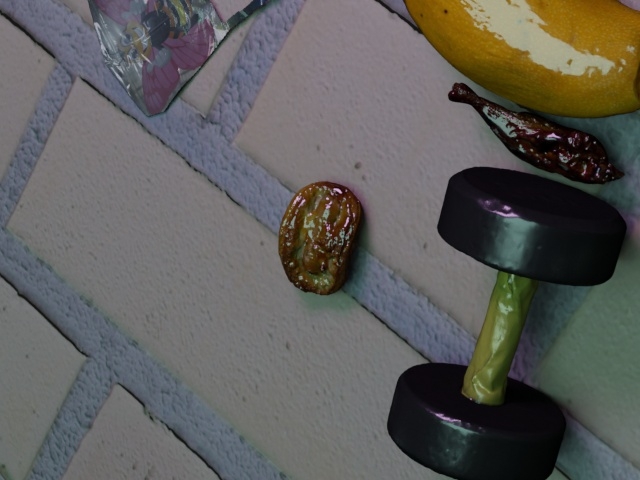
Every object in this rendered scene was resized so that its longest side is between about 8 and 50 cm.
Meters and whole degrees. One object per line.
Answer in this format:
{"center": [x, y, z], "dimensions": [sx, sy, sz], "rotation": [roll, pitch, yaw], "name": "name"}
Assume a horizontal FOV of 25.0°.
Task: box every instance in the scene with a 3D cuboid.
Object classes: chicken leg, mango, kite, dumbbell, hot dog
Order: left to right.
{"center": [-0.165, -0.321, 1.880], "dimensions": [0.360, 0.022, 0.204], "rotation": [-33, 82, 31], "name": "kite"}
{"center": [-0.001, -0.001, 1.810], "dimensions": [0.099, 0.065, 0.147], "rotation": [21, 106, 16], "name": "hot dog"}
{"center": [0.206, 0.097, 1.627], "dimensions": [0.203, 0.204, 0.322], "rotation": [21, 107, 26], "name": "dumbbell"}
{"center": [0.217, -0.253, 1.600], "dimensions": [0.359, 0.144, 0.187], "rotation": [44, 119, 14], "name": "mango"}
{"center": [0.246, -0.119, 1.641], "dimensions": [0.219, 0.089, 0.048], "rotation": [30, 72, 24], "name": "chicken leg"}
